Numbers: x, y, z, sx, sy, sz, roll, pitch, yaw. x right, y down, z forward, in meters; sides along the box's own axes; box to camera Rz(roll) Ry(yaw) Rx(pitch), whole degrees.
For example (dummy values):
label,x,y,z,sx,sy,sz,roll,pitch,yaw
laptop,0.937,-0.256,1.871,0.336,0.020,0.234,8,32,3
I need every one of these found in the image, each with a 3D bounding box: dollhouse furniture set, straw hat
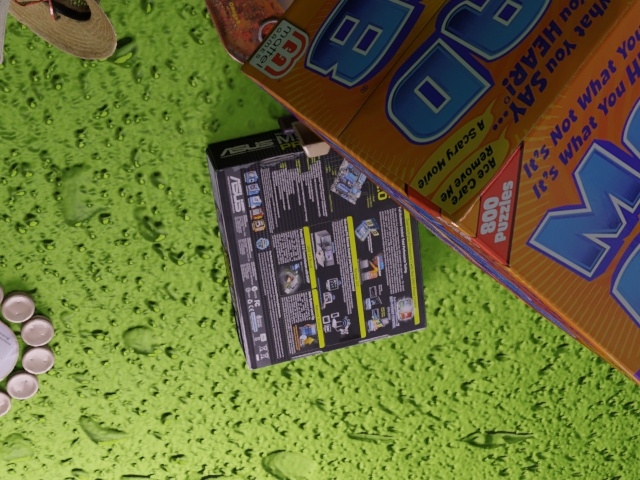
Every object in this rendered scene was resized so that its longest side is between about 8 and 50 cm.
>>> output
label,x,y,z,sx,sy,sz,roll,pitch,yaw
dollhouse furniture set,0.003,-0.146,1.607,0.091,0.114,0.081,-13,119,-6
straw hat,-0.243,-0.245,1.498,0.144,0.144,0.061,49,58,-33

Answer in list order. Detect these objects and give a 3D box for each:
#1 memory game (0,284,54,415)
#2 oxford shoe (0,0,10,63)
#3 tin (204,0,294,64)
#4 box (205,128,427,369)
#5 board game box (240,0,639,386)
label,x,y,z,sx,sy,sz,roll,pitch,yaw
memory game,-0.384,0.121,1.713,0.186,0.012,0.186,-7,121,-12
oxford shoe,-0.279,-0.346,1.376,0.146,0.140,0.397,19,105,-27
tin,-0.068,-0.262,1.561,0.106,0.040,0.190,-21,124,1
box,0.000,0.000,1.725,0.216,0.060,0.270,-14,123,-9
board game box,0.224,-0.145,1.450,0.356,0.356,0.356,-52,133,1
